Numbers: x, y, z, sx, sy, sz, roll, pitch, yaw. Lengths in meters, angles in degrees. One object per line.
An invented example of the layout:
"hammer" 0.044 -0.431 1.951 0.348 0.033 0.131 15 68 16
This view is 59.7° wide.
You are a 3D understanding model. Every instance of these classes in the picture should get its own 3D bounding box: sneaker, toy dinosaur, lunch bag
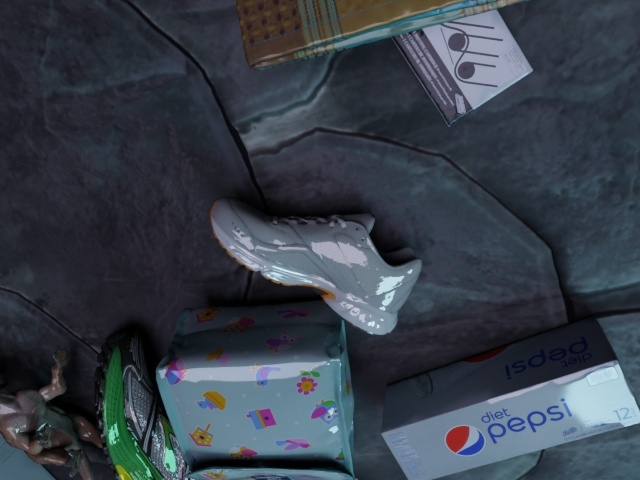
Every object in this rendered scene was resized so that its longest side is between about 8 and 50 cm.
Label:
"sneaker" 0.000 0.000 0.663 0.262 0.099 0.121 29 107 -9
"toy dinosaur" -0.442 0.284 0.856 0.200 0.127 0.296 -15 121 25
"sneaker" -0.239 0.287 0.825 0.146 0.134 0.344 -18 103 -20
"lunch bag" -0.067 0.222 0.723 0.223 0.160 0.262 -3 115 4

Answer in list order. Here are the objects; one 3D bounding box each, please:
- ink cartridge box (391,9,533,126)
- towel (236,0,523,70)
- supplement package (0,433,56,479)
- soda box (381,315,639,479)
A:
"ink cartridge box" 0.115 -0.230 0.561 0.097 0.046 0.207 -33 102 21
"towel" 0.086 -0.320 0.487 0.370 0.040 0.272 -11 87 16
"supplement package" -0.537 0.423 0.935 0.105 0.105 0.179 -33 102 21
"soda box" 0.221 0.198 0.686 0.286 0.098 0.091 -25 106 20
